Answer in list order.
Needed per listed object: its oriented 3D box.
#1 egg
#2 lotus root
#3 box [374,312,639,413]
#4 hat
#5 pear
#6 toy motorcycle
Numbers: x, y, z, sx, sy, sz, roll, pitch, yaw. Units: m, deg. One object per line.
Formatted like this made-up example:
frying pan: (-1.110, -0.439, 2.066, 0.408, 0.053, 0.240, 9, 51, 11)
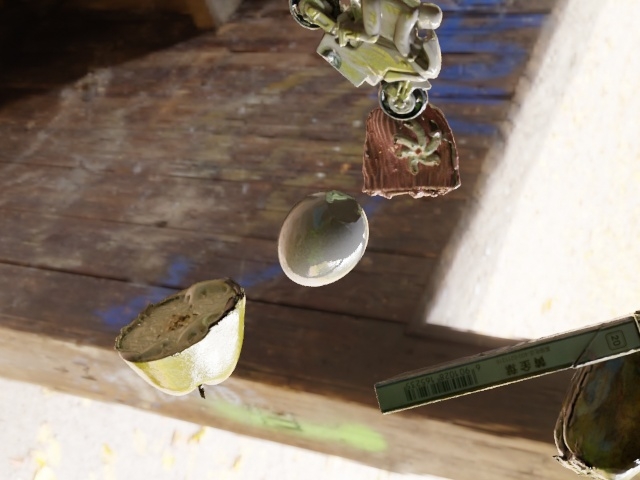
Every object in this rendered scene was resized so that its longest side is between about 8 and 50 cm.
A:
egg: (0.000, 0.000, 2.066, 0.176, 0.176, 0.232, -53, -178, -42)
lotus root: (0.456, 0.233, 1.505, 0.274, 0.160, 0.152, -59, 159, -13)
box: (0.245, 0.155, 1.281, 0.180, 0.325, 0.047, 10, 64, -72)
hat: (0.187, -0.234, 2.223, 0.107, 0.237, 0.286, -24, 111, -65)
pear: (-0.239, 0.203, 1.922, 0.267, 0.267, 0.178, -54, 129, -42)
toy motorcycle: (0.109, -0.381, 1.840, 0.341, 0.223, 0.107, 41, 35, -17)
